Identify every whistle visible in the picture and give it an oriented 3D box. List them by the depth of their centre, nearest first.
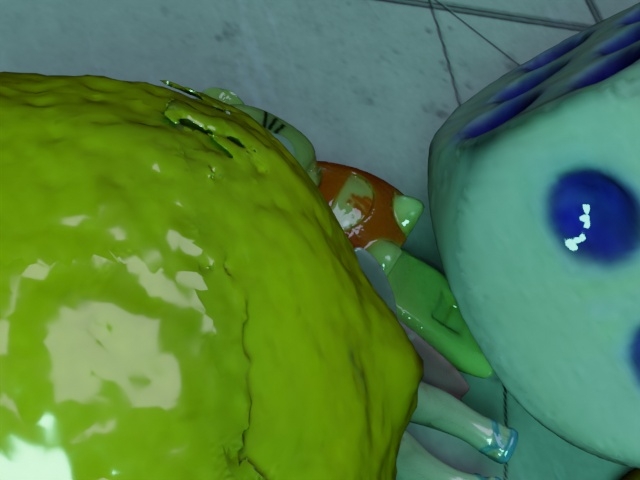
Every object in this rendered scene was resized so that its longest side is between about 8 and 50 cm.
[{"bbox_3d":[0.000,0.000,1.065,0.288,0.106,0.131,32,49,-2],"label":"whistle"}]

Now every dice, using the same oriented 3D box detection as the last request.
[{"bbox_3d":[0.231,-0.017,1.063,0.251,0.243,0.259,59,32,-8],"label":"dice"}]

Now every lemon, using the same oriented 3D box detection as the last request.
[{"bbox_3d":[-0.144,0.094,0.728,0.387,0.350,0.350,-8,49,5],"label":"lemon"}]

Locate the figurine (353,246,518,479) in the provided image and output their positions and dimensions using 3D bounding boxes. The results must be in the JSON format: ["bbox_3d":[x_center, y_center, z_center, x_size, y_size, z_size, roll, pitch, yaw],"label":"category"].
[{"bbox_3d":[-0.010,0.110,0.985,0.260,0.103,0.205,26,79,-11],"label":"figurine"}]

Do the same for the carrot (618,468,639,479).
[{"bbox_3d":[0.171,0.196,1.045,0.190,0.037,0.037,-25,68,-40],"label":"carrot"}]
